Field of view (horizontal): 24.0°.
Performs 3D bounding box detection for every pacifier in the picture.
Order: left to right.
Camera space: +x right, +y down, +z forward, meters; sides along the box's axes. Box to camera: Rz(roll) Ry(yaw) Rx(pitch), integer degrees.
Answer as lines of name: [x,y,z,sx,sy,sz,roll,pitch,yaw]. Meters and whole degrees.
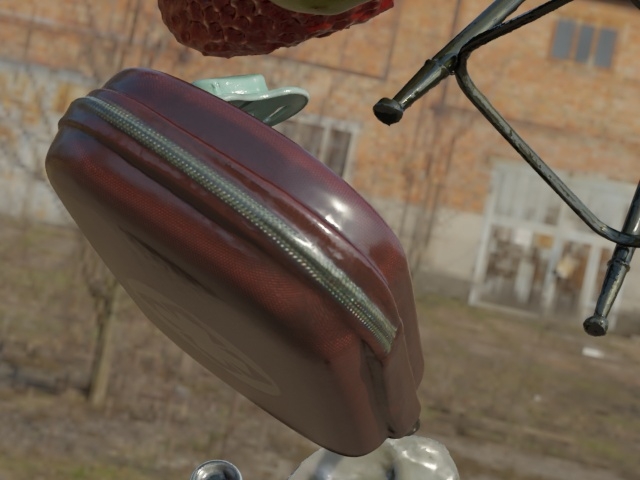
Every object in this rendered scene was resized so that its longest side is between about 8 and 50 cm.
pacifier: [-0.076,-0.088,1.355,0.150,0.116,0.127,-11,-11,-43]

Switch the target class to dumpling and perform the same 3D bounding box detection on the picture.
dumpling: [0.060,0.363,1.764,0.204,0.293,0.163,26,5,-41]

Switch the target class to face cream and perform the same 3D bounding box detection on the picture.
face cream: [-0.141,0.401,2.132,0.075,0.075,0.229,12,-40,10]

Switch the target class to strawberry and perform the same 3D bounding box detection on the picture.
strawberry: [-0.036,-0.359,1.765,0.291,0.292,0.310,11,-22,-20]

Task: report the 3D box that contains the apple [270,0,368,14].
apple: [0.012,-0.356,1.483,0.262,0.262,0.262,12,2,0]

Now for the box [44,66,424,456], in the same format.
box: [-0.048,0.028,1.049,0.263,0.108,0.404,32,-14,18]

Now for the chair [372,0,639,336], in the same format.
chair: [0.363,-0.200,1.520,0.362,0.410,0.364,44,-35,-20]
